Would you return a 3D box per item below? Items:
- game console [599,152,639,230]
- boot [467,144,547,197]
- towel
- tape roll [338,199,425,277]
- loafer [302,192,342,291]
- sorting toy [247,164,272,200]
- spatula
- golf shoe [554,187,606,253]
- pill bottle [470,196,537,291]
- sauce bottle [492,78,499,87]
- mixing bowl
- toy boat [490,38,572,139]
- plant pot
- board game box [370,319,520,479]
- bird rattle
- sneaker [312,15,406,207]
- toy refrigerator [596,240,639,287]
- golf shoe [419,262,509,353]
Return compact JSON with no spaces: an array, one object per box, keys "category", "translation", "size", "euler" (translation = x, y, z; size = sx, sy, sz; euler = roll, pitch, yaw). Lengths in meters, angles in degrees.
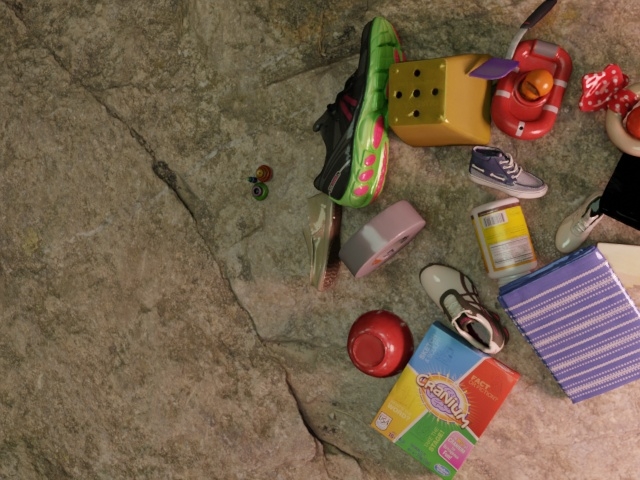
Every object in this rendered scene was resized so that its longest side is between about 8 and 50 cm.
[{"category":"game console","translation":[0.797,-0.075,1.358],"size":[0.361,0.044,0.213],"euler":[29,78,14]},{"category":"boot","translation":[0.439,-0.162,1.504],"size":[0.190,0.069,0.086],"euler":[17,140,21]},{"category":"towel","translation":[0.581,0.191,1.428],"size":[0.243,0.040,0.336],"euler":[-32,101,25]},{"category":"tape roll","translation":[0.149,-0.002,1.565],"size":[0.219,0.219,0.072],"euler":[-43,76,18]},{"category":"loafer","translation":[0.000,0.000,1.696],"size":[0.092,0.102,0.269],"euler":[4,84,23]},{"category":"sorting toy","translation":[-0.174,-0.163,1.787],"size":[0.061,0.042,0.102],"euler":[19,99,21]},{"category":"spatula","translation":[0.447,-0.453,1.442],"size":[0.084,0.030,0.296],"euler":[26,70,43]},{"category":"golf shoe","translation":[0.593,-0.045,1.455],"size":[0.069,0.086,0.176],"euler":[38,106,16]},{"category":"pill bottle","translation":[0.433,0.014,1.504],"size":[0.117,0.117,0.215],"euler":[-16,86,22]},{"category":"sauce bottle","translation":[0.391,-0.374,1.551],"size":[0.128,0.042,0.042],"euler":[-41,77,23]},{"category":"mixing bowl","translation":[0.139,0.272,1.643],"size":[0.181,0.098,0.182],"euler":[0,91,23]},{"category":"toy boat","translation":[0.478,-0.342,1.442],"size":[0.151,0.151,0.231],"euler":[18,94,6]},{"category":"plant pot","translation":[0.265,-0.333,1.499],"size":[0.212,0.187,0.212],"euler":[4,95,34]},{"category":"board game box","translation":[0.304,0.397,1.596],"size":[0.242,0.064,0.317],"euler":[32,103,18]},{"category":"bird rattle","translation":[0.685,-0.281,1.364],"size":[0.253,0.143,0.207],"euler":[-1,77,19]},{"category":"sneaker","translation":[0.083,-0.328,1.600],"size":[0.202,0.185,0.483],"euler":[12,88,30]},{"category":"toy refrigerator","translation":[0.739,0.060,1.390],"size":[0.269,0.102,0.094],"euler":[6,94,21]},{"category":"golf shoe","translation":[0.341,0.158,1.547],"size":[0.273,0.120,0.105],"euler":[46,109,16]}]
